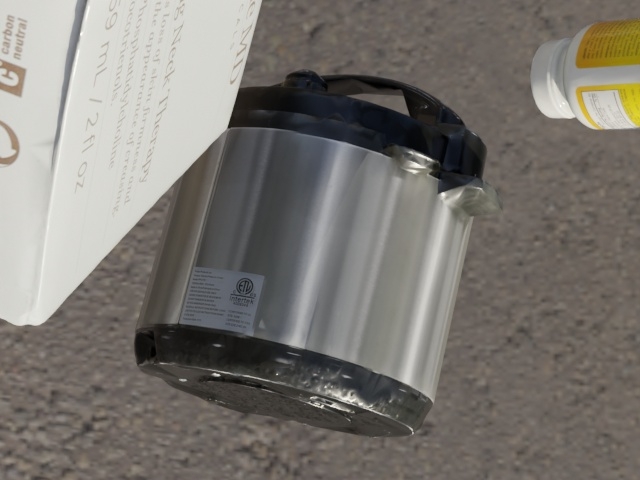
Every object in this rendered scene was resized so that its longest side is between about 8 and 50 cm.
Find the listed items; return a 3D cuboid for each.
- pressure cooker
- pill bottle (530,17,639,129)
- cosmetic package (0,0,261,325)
[{"bbox_3d":[-0.001,-0.002,1.611,0.370,0.375,0.420,15,76,-11],"label":"pressure cooker"},{"bbox_3d":[0.331,-0.175,1.424,0.117,0.208,0.117,-2,92,-46],"label":"pill bottle"},{"bbox_3d":[-0.257,-0.207,1.100,0.394,0.327,0.329,-56,166,-56],"label":"cosmetic package"}]
